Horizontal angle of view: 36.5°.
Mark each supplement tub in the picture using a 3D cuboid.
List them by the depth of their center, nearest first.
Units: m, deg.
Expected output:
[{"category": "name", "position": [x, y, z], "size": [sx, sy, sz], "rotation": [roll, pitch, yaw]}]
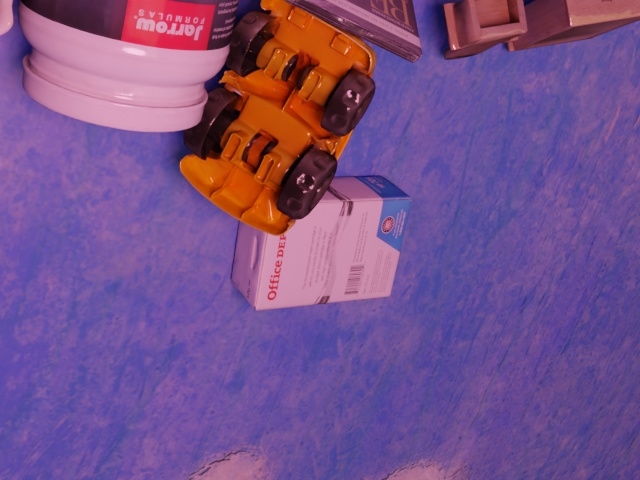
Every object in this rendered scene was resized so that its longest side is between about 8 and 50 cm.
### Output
[{"category": "supplement tub", "position": [-0.160, -0.252, 0.857], "size": [0.191, 0.191, 0.272], "rotation": [1, 116, -31]}]

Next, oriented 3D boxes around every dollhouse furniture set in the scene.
[{"category": "dollhouse furniture set", "position": [0.251, -0.408, 1.108], "size": [0.303, 0.174, 0.355], "rotation": [-12, 93, -10]}]

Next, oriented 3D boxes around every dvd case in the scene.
[{"category": "dvd case", "position": [0.022, -0.291, 0.944], "size": [0.164, 0.221, 0.018], "rotation": [17, 145, -36]}]

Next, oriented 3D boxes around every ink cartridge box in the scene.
[{"category": "ink cartridge box", "position": [0.000, 0.000, 1.168], "size": [0.191, 0.082, 0.139], "rotation": [-3, 118, -28]}]

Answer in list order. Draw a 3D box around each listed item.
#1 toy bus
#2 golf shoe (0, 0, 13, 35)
[{"category": "toy bus", "position": [-0.016, -0.141, 1.022], "size": [0.220, 0.149, 0.211], "rotation": [-61, 168, 25]}, {"category": "golf shoe", "position": [-0.247, -0.284, 0.743], "size": [0.105, 0.120, 0.273], "rotation": [-18, 154, -33]}]
